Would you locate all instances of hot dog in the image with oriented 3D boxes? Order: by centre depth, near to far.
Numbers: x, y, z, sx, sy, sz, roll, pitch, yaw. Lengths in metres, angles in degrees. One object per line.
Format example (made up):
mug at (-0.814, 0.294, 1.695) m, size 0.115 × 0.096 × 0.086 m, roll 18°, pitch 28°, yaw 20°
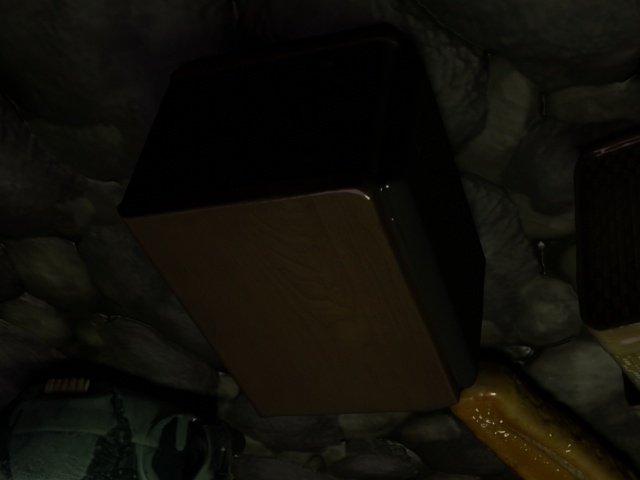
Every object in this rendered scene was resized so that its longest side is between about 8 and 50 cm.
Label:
hot dog at (0.224, 0.200, 0.894) m, size 0.087 × 0.061 × 0.286 m, roll -25°, pitch 126°, yaw 31°

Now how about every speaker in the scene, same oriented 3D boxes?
speaker at (0.000, 0.000, 0.649) m, size 0.192 × 0.153 × 0.231 m, roll -7°, pitch 136°, yaw 20°

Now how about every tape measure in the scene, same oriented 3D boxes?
tape measure at (-0.228, 0.259, 1.011) m, size 0.274 × 0.147 × 0.256 m, roll 10°, pitch 142°, yaw -3°

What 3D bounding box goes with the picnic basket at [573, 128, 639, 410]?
picnic basket at (0.299, 0.006, 0.574) m, size 0.266 × 0.165 × 0.139 m, roll -19°, pitch 132°, yaw 32°
